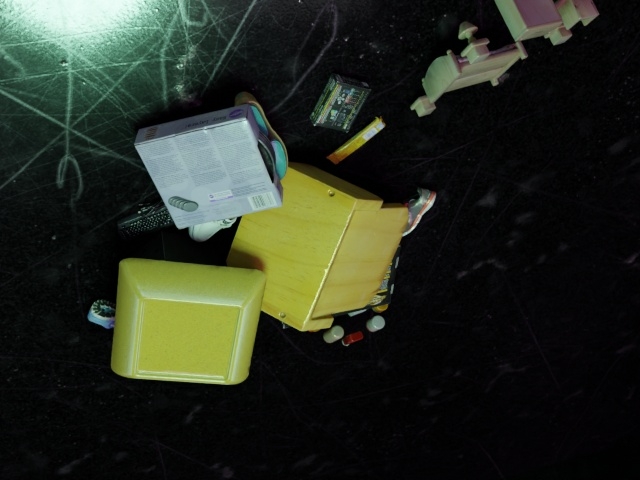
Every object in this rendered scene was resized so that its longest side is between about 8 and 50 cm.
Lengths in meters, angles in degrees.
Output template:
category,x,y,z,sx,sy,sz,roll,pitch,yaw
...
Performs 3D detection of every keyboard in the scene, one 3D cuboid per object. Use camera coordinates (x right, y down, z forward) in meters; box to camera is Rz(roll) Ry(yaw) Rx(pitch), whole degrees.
category,x,y,z,sx,sy,sz,roll,pitch,yaw
keyboard,-0.378,-0.051,1.924,0.192,0.038,0.100,-22,138,-4

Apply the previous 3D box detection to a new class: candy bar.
category,x,y,z,sx,sy,sz,roll,pitch,yaw
candy bar,0.087,-0.236,1.965,0.161,0.018,0.040,-38,140,14

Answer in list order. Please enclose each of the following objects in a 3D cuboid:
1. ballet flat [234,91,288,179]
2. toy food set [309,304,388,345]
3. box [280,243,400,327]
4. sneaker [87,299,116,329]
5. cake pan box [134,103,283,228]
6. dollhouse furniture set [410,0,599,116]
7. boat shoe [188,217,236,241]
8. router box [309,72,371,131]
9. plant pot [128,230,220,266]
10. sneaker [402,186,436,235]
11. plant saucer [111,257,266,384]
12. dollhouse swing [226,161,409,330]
category,x,y,z,sx,sy,sz,roll,pitch,yaw
ballet flat,-0.129,-0.230,1.825,0.080,0.073,0.232,-21,133,-1
toy food set,0.083,0.239,2.394,0.232,0.111,0.104,-18,170,-23
box,0.044,0.102,2.237,0.322,0.079,0.257,-12,142,-14
sneaker,-0.515,0.194,2.108,0.162,0.063,0.073,20,140,-33
cake pan box,-0.230,-0.156,1.787,0.267,0.070,0.245,-12,133,12
dollhouse furniture set,0.376,-0.459,1.858,0.303,0.173,0.355,-18,169,-26
boat shoe,-0.232,-0.068,1.934,0.083,0.076,0.226,4,132,-45
router box,0.043,-0.307,1.857,0.092,0.038,0.122,8,129,-32
plant pot,-0.359,0.091,1.980,0.187,0.188,0.167,-39,127,16
sneaker,0.236,-0.081,2.179,0.065,0.061,0.158,29,119,-12
plant saucer,-0.308,0.212,1.917,0.333,0.081,0.332,6,121,-12
dollhouse swing,0.000,0.000,2.044,0.305,0.315,0.346,-26,140,-66
